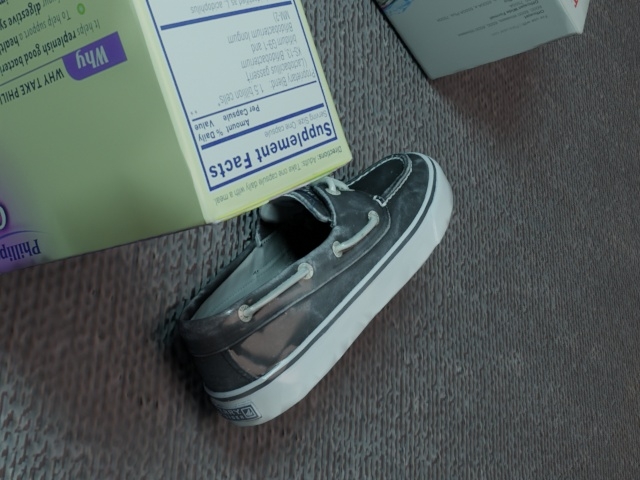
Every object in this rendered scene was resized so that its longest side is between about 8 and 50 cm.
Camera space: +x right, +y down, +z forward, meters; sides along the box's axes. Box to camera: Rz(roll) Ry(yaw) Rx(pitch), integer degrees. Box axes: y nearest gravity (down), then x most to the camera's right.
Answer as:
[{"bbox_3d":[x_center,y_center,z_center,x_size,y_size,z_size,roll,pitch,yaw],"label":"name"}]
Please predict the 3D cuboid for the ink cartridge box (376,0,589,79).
[{"bbox_3d":[0.135,-0.303,0.930,0.233,0.168,0.171,49,47,-32],"label":"ink cartridge box"}]

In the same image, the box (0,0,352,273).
[{"bbox_3d":[-0.131,-0.118,0.507,0.117,0.213,0.243,-28,102,-51],"label":"box"}]

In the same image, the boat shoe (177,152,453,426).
[{"bbox_3d":[0.000,0.000,0.739,0.301,0.108,0.102,-47,118,-39],"label":"boat shoe"}]
